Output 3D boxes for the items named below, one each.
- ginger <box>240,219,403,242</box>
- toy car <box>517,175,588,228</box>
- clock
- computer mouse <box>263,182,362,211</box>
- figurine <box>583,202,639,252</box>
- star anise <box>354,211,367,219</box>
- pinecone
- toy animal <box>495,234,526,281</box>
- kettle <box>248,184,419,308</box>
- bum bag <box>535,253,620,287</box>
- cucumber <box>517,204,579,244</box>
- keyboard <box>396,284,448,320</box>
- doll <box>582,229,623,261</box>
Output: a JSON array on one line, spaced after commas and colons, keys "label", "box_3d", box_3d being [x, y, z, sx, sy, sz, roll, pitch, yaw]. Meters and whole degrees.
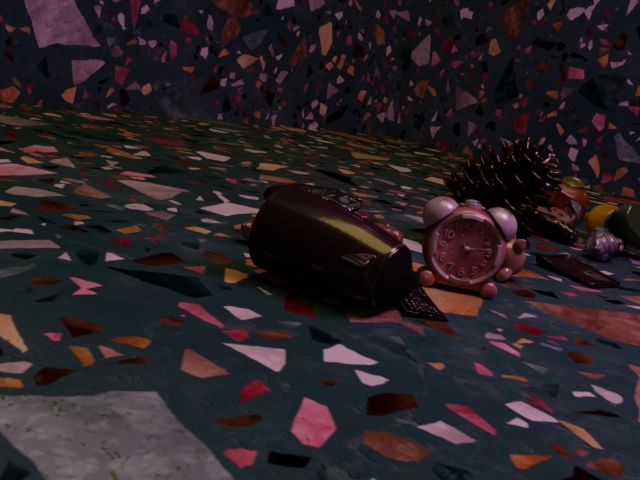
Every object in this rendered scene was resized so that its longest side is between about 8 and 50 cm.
[{"label": "ginger", "box_3d": [0.000, 0.000, 1.315, 0.295, 0.086, 0.131, 5, 22, 9]}, {"label": "toy car", "box_3d": [0.654, -0.087, 2.094, 0.235, 0.145, 0.235, 7, 34, -5]}, {"label": "clock", "box_3d": [0.254, 0.006, 1.297, 0.166, 0.162, 0.093, 12, 11, 2]}, {"label": "computer mouse", "box_3d": [-0.017, -0.066, 1.388, 0.192, 0.062, 0.106, 9, 18, 10]}, {"label": "figurine", "box_3d": [0.808, -0.020, 1.950, 0.185, 0.127, 0.234, 40, -16, -3]}, {"label": "star anise", "box_3d": [-0.012, -0.050, 1.505, 0.212, 0.073, 0.197, 10, 11, 7]}, {"label": "pinecone", "box_3d": [0.392, -0.094, 1.573, 0.246, 0.292, 0.246, 32, 28, -20]}, {"label": "toy animal", "box_3d": [0.344, 0.030, 1.449, 0.089, 0.083, 0.150, -16, 16, -36]}, {"label": "kettle", "box_3d": [0.032, 0.027, 1.140, 0.232, 0.144, 0.202, 25, -3, 28]}, {"label": "bum bag", "box_3d": [0.554, 0.068, 1.577, 0.109, 0.026, 0.159, 1, 22, -34]}, {"label": "cucumber", "box_3d": [0.586, -0.048, 1.969, 0.245, 0.067, 0.067, 21, 17, 41]}, {"label": "keyboard", "box_3d": [0.149, 0.087, 1.195, 0.074, 0.015, 0.196, 9, 14, -9]}, {"label": "doll", "box_3d": [0.704, 0.015, 1.810, 0.094, 0.079, 0.180, -14, -9, 34]}]
